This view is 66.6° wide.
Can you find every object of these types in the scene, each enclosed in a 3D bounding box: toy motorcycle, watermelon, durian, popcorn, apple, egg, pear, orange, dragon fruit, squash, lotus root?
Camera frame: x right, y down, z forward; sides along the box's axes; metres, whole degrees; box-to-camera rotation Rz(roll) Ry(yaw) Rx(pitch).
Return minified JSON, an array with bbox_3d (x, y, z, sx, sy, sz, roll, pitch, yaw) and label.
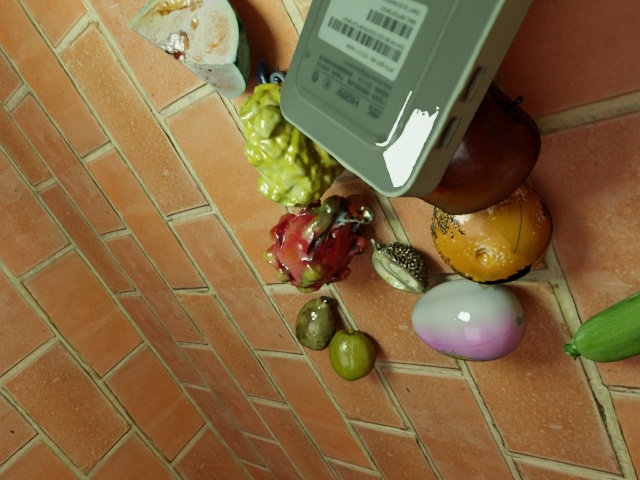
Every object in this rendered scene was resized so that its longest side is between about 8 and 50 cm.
[{"bbox_3d":[-0.124,-0.327,1.176,0.114,0.076,0.205,39,141,18],"label":"toy motorcycle"},{"bbox_3d":[-0.254,-0.463,1.130,0.322,0.188,0.175,38,97,19],"label":"watermelon"},{"bbox_3d":[0.199,0.051,1.204,0.188,0.091,0.148,39,162,-8],"label":"durian"},{"bbox_3d":[-0.054,-0.219,1.046,0.235,0.241,0.250,-9,132,24],"label":"popcorn"},{"bbox_3d":[0.242,-0.153,0.808,0.234,0.234,0.233,24,137,24],"label":"apple"},{"bbox_3d":[0.335,0.179,1.128,0.196,0.196,0.271,59,158,-17],"label":"egg"},{"bbox_3d":[0.100,0.353,1.525,0.149,0.149,0.162,9,118,36],"label":"pear"},{"bbox_3d":[0.333,-0.021,0.965,0.235,0.182,0.234,13,123,21],"label":"orange"},{"bbox_3d":[-0.003,-0.003,1.245,0.228,0.307,0.243,37,-175,-13],"label":"dragon fruit"},{"bbox_3d":[0.617,0.150,0.917,0.107,0.107,0.395,42,142,4],"label":"squash"},{"bbox_3d":[-0.013,0.259,1.558,0.139,0.138,0.213,26,124,22],"label":"lotus root"}]

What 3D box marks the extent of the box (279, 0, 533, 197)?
[{"bbox_3d":[0.095,-0.293,0.731,0.367,0.091,0.372,46,122,41],"label":"box"}]

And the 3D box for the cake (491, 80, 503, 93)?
[{"bbox_3d":[0.251,-0.257,0.882,0.235,0.099,0.100,48,143,-6],"label":"cake"}]
